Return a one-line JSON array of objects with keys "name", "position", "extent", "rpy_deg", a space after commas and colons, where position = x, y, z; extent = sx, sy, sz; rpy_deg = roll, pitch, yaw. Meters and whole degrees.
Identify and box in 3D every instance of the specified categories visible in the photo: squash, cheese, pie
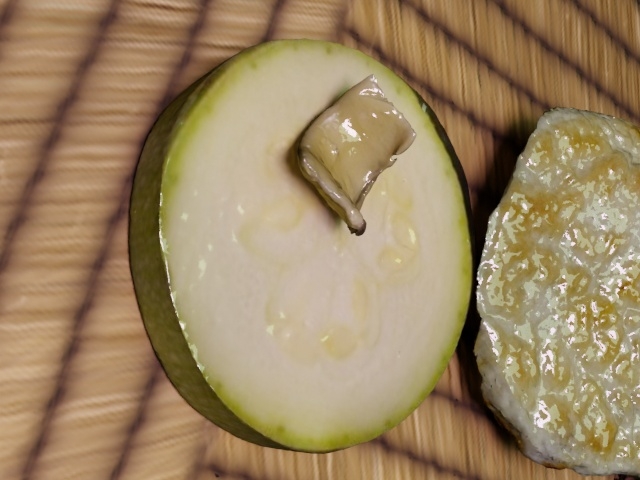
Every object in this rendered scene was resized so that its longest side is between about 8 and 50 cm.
[{"name": "squash", "position": [0.000, 0.000, 0.582], "extent": [0.252, 0.048, 0.252], "rpy_deg": [5, 83, -38]}, {"name": "cheese", "position": [0.019, -0.051, 0.547], "extent": [0.060, 0.041, 0.084], "rpy_deg": [44, 64, -19]}, {"name": "pie", "position": [0.212, 0.042, 0.707], "extent": [0.257, 0.105, 0.275], "rpy_deg": [4, 85, -33]}]

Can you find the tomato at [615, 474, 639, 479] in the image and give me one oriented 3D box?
[{"name": "tomato", "position": [0.298, 0.337, 0.716], "extent": [0.308, 0.170, 0.309], "rpy_deg": [3, 85, -37]}]
